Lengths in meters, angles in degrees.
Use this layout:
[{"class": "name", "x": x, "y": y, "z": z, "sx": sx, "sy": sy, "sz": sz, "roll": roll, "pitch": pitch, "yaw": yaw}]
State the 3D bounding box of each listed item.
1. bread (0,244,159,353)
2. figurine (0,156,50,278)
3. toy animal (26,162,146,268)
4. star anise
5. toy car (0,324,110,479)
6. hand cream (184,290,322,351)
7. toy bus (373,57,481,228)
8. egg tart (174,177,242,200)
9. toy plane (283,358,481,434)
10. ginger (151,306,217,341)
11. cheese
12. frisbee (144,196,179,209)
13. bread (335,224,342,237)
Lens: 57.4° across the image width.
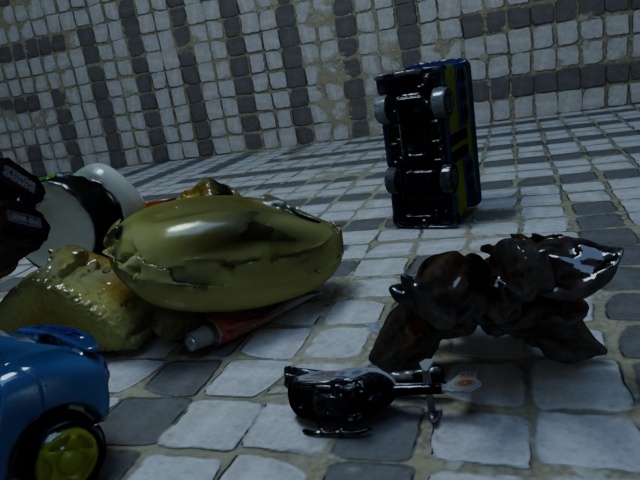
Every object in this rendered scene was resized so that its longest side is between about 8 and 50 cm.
[{"class": "bread", "x": -0.344, "y": 0.076, "z": 0.802, "sx": 0.251, "sy": 0.133, "sz": 0.174, "roll": -5, "pitch": 18, "yaw": 12}, {"class": "figurine", "x": -0.499, "y": 0.047, "z": 0.705, "sx": 0.365, "sy": 0.218, "sz": 0.206, "roll": -38, "pitch": -18, "yaw": 29}, {"class": "toy animal", "x": -0.482, "y": -0.052, "z": 1.183, "sx": 0.212, "sy": 0.213, "sz": 0.267, "roll": -9, "pitch": 19, "yaw": 1}, {"class": "star anise", "x": 0.162, "y": 0.056, "z": 0.563, "sx": 0.212, "sy": 0.129, "sz": 0.283, "roll": -1, "pitch": -19, "yaw": -10}, {"class": "toy car", "x": -0.329, "y": 0.136, "z": 0.462, "sx": 0.198, "sy": 0.166, "sz": 0.314, "roll": 1, "pitch": 3, "yaw": 40}, {"class": "hand cream", "x": -0.086, "y": 0.098, "z": 0.774, "sx": 0.052, "sy": 0.038, "sz": 0.216, "roll": 34, "pitch": 34, "yaw": 28}, {"class": "toy bus", "x": 0.203, "y": -0.179, "z": 1.087, "sx": 0.138, "sy": 0.288, "sz": 0.175, "roll": 1, "pitch": 20, "yaw": 31}, {"class": "egg tart", "x": -0.266, "y": -0.059, "z": 1.256, "sx": 0.297, "sy": 0.132, "sz": 0.297, "roll": -14, "pitch": 14, "yaw": 4}, {"class": "toy plane", "x": 0.045, "y": 0.135, "z": 0.533, "sx": 0.197, "sy": 0.054, "sz": 0.078, "roll": -8, "pitch": 7, "yaw": 19}, {"class": "ginger", "x": -0.163, "y": 0.089, "z": 0.806, "sx": 0.069, "sy": 0.051, "sz": 0.173, "roll": 6, "pitch": 24, "yaw": 34}, {"class": "cheese", "x": -0.138, "y": 0.012, "z": 0.796, "sx": 0.259, "sy": 0.128, "sz": 0.315, "roll": 13, "pitch": 14, "yaw": 39}, {"class": "frisbee", "x": -0.412, "y": -0.081, "z": 1.551, "sx": 0.192, "sy": 0.035, "sz": 0.192, "roll": -8, "pitch": 17, "yaw": 2}, {"class": "bread", "x": 0.000, "y": 0.000, "z": 1.034, "sx": 0.083, "sy": 0.047, "sz": 0.036, "roll": -8, "pitch": -14, "yaw": -3}]
